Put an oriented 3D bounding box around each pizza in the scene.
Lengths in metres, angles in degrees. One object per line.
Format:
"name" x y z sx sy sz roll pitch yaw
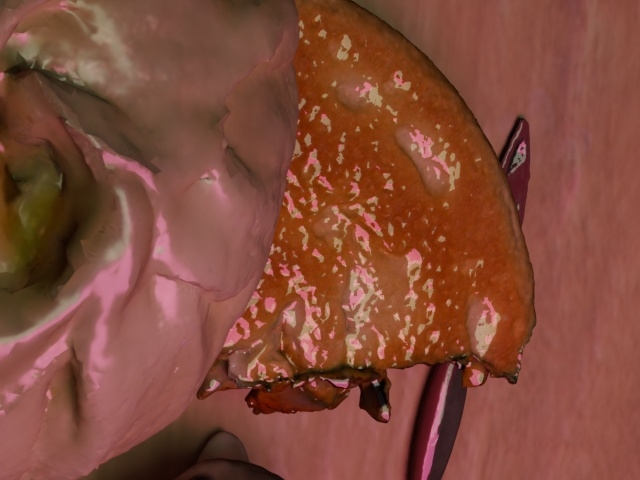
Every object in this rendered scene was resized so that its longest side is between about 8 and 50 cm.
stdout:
"pizza" 0.000 0.000 1.064 0.228 0.081 0.289 -50 119 -17

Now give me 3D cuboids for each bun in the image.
"bun" -0.160 -0.064 0.848 0.365 0.219 0.365 1 88 -31

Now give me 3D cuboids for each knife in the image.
"knife" 0.096 0.046 1.170 0.035 0.018 0.247 13 97 -28

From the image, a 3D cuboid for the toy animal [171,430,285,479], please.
"toy animal" -0.018 0.266 1.056 0.188 0.308 0.266 -42 146 -36
